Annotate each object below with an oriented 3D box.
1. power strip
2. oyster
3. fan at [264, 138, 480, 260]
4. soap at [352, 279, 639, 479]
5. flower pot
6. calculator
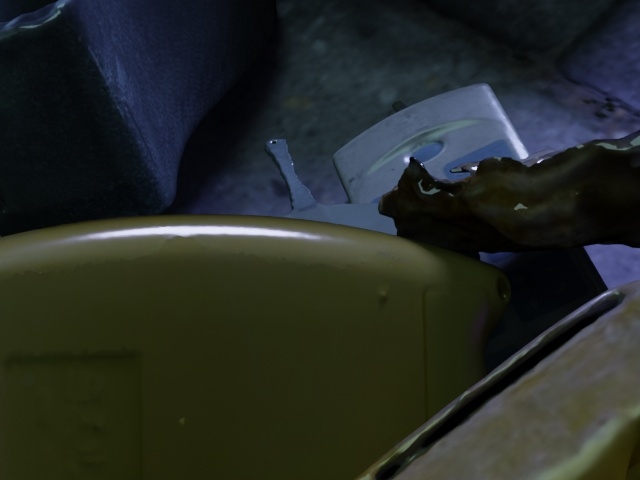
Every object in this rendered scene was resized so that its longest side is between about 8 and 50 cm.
[{"bbox_3d":[0.064,0.007,0.737,0.080,0.029,0.227,-27,44,4],"label":"power strip"},{"bbox_3d":[0.189,-0.019,0.630,0.345,0.129,0.078,-4,80,15],"label":"oyster"},{"bbox_3d":[0.000,0.000,0.732,0.113,0.005,0.175,-15,34,-7],"label":"fan"},{"bbox_3d":[0.057,0.208,0.477,0.335,0.156,0.293,-38,43,-7],"label":"soap"},{"bbox_3d":[-0.098,-0.103,0.828,0.103,0.108,0.229,-9,32,25],"label":"flower pot"},{"bbox_3d":[-0.034,0.069,0.595,0.033,0.236,0.157,173,96,-66],"label":"calculator"}]
